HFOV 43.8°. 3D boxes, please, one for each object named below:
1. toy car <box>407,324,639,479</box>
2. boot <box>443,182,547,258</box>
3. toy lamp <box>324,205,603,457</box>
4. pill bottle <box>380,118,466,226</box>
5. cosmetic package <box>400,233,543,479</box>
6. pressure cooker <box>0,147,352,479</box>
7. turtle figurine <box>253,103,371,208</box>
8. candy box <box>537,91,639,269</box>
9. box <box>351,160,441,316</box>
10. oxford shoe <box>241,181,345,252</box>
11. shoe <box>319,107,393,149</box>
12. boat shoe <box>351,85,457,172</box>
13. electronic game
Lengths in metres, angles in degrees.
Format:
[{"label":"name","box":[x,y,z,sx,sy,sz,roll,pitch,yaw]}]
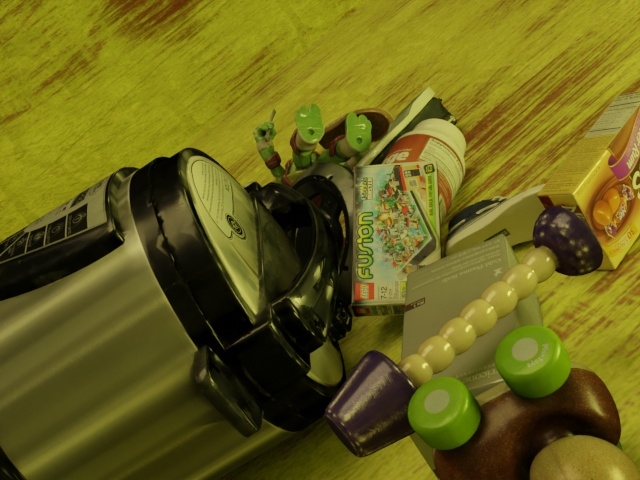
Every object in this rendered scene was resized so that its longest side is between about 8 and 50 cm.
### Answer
[{"label":"toy car","box":[0.171,0.186,0.571,0.149,0.155,0.188,-33,34,9]},{"label":"boot","box":[0.239,-0.036,1.008,0.190,0.069,0.086,-27,26,26]},{"label":"toy lamp","box":[0.122,0.079,0.679,0.274,0.080,0.080,-36,21,-15]},{"label":"pill bottle","box":[0.145,-0.089,1.190,0.121,0.121,0.216,-18,28,39]},{"label":"cosmetic package","box":[0.155,0.110,0.794,0.127,0.107,0.238,-24,21,19]},{"label":"pressure cooker","box":[-0.164,0.097,0.952,0.420,0.370,0.375,-32,-21,10]},{"label":"turtle figurine","box":[-0.012,-0.190,1.479,0.275,0.198,0.266,-53,6,-24]},{"label":"candy box","box":[0.329,-0.068,0.887,0.187,0.109,0.053,-46,23,-24]},{"label":"box","box":[0.098,-0.004,1.023,0.114,0.036,0.207,-4,60,10]},{"label":"oxford shoe","box":[-0.099,-0.021,1.381,0.140,0.146,0.397,-42,23,-21]},{"label":"shoe","box":[0.076,-0.245,1.676,0.219,0.076,0.058,-11,38,51]},{"label":"boat shoe","box":[0.136,-0.146,1.361,0.302,0.091,0.114,-49,5,-25]},{"label":"electronic game","box":[0.000,0.000,1.164,0.229,0.048,0.229,-10,77,51]}]
